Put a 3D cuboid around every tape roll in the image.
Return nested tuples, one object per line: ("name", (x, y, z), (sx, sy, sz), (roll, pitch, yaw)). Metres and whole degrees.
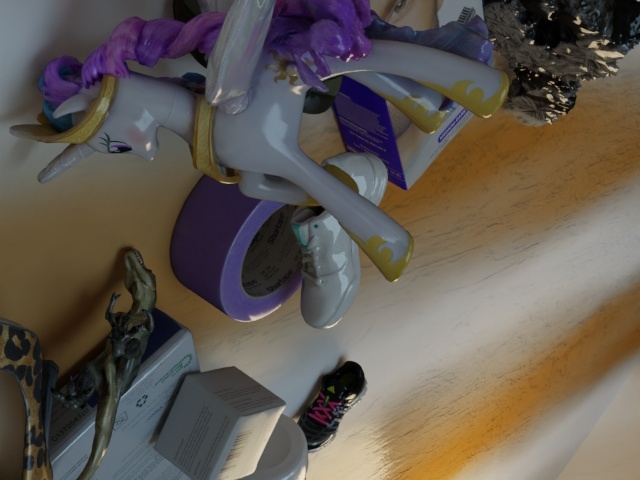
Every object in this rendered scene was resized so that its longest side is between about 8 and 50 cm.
("tape roll", (-0.075, -0.007, 1.237), (0.189, 0.080, 0.189), (-38, 145, -33))

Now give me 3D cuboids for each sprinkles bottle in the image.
("sprinkles bottle", (-0.074, 0.395, 1.594), (0.121, 0.121, 0.355), (-41, 148, -30))

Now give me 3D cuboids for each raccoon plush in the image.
("raccoon plush", (0.337, -0.378, 1.515), (0.446, 0.216, 0.299), (129, -15, -76))

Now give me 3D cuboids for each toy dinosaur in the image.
("toy dinosaur", (-0.208, 0.128, 1.066), (0.118, 0.064, 0.268), (88, 18, -72))

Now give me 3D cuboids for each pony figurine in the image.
("pony figurine", (-0.039, -0.150, 0.908), (0.364, 0.302, 0.351), (16, 121, -21))

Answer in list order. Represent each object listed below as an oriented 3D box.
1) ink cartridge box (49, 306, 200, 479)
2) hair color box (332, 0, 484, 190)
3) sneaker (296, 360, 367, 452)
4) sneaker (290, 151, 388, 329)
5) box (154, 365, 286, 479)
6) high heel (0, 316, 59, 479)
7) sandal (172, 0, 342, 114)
("ink cartridge box", (-0.258, 0.281, 1.242), (0.324, 0.071, 0.330), (-43, 152, -28))
("hair color box", (0.096, -0.232, 1.264), (0.185, 0.110, 0.339), (-48, 149, -16))
("sneaker", (0.014, 0.245, 1.652), (0.170, 0.063, 0.074), (-46, 150, -33))
("sneaker", (0.000, 0.000, 1.218), (0.094, 0.080, 0.212), (-1, 112, -45))
("box", (-0.113, 0.210, 1.239), (0.102, 0.087, 0.101), (-3, 121, -61))
("high heel", (-0.299, 0.169, 0.957), (0.261, 0.093, 0.186), (63, 28, -65))
("sandal", (-0.065, -0.194, 1.077), (0.219, 0.060, 0.090), (23, 98, -43))
